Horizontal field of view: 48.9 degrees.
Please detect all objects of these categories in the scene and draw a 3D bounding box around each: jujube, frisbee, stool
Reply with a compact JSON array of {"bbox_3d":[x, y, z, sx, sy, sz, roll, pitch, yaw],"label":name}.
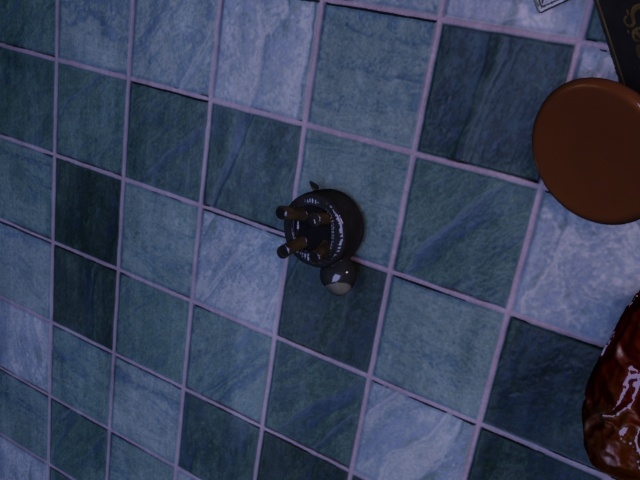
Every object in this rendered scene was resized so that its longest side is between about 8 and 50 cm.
[{"bbox_3d":[0.555,0.243,1.145,0.216,0.216,0.342,11,97,28],"label":"jujube"},{"bbox_3d":[0.444,-0.139,1.138,0.250,0.021,0.251,37,140,39],"label":"frisbee"},{"bbox_3d":[0.007,-0.004,1.429,0.153,0.139,0.228,-43,77,33],"label":"stool"}]

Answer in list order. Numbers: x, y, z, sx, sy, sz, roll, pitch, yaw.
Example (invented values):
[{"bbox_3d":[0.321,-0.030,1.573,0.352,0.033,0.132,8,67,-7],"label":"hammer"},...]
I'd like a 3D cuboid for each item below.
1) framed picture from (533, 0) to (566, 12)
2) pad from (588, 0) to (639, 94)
[{"bbox_3d":[0.391,-0.495,1.140,0.150,0.015,0.203,-20,92,33],"label":"framed picture"},{"bbox_3d":[0.474,-0.267,1.029,0.376,0.063,0.315,66,164,-13],"label":"pad"}]
